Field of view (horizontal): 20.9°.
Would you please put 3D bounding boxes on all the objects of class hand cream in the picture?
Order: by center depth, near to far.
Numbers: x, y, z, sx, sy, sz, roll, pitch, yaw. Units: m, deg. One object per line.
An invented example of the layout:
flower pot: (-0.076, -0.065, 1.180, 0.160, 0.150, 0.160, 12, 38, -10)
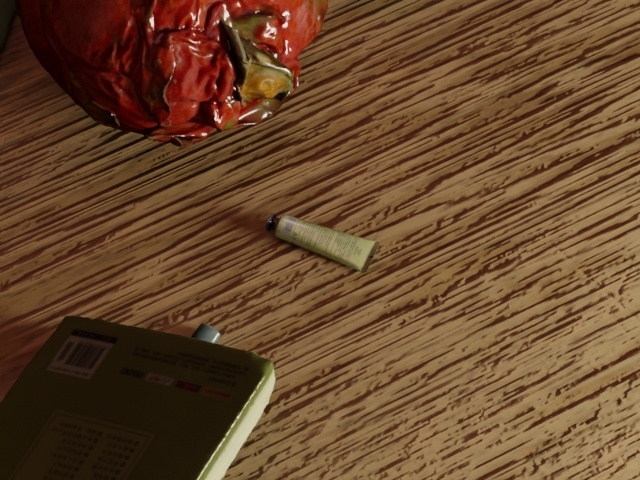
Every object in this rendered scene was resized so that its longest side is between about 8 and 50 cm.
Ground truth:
hand cream: (0.000, 0.000, 1.546, 0.102, 0.022, 0.035, 19, 59, 12)

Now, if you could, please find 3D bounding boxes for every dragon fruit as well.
dragon fruit: (-0.137, -0.235, 1.573, 0.277, 0.277, 0.342, -24, 48, -11)

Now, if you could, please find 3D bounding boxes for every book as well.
book: (-0.209, 0.212, 1.369, 0.239, 0.035, 0.352, 10, 54, 34)

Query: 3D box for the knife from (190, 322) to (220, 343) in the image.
knife: (-0.117, 0.158, 1.448, 0.028, 0.015, 0.210, 9, 57, 5)

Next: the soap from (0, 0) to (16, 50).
soap: (-0.475, -0.266, 1.721, 0.347, 0.115, 0.208, 7, 55, 11)
